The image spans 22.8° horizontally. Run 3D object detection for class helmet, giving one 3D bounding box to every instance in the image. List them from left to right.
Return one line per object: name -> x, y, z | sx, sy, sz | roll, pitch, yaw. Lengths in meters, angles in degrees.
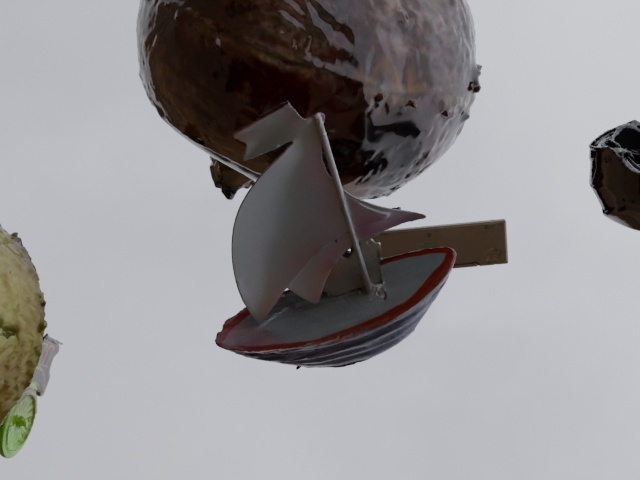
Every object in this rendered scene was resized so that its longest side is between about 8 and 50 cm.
helmet -> 0.254, -0.041, 1.158 | 0.123, 0.098, 0.070 | 13, -65, 20

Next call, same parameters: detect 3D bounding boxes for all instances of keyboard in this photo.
keyboard -> 0.119, 0.009, 1.714 | 0.166, 0.017, 0.055 | -5, -70, 2

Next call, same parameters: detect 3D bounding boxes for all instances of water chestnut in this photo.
water chestnut -> -0.022, -0.161, 1.521 | 0.350, 0.350, 0.302 | 39, -62, 22

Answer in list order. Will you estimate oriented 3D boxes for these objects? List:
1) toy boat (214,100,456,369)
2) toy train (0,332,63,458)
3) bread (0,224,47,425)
toy boat -> -0.017, 0.020, 1.382 | 0.318, 0.219, 0.072 | 39, 19, -47
toy train -> -0.362, 0.139, 1.627 | 0.100, 0.160, 0.296 | 16, -7, 10
bread -> -0.298, 0.041, 1.030 | 0.257, 0.124, 0.186 | 36, -83, 44
